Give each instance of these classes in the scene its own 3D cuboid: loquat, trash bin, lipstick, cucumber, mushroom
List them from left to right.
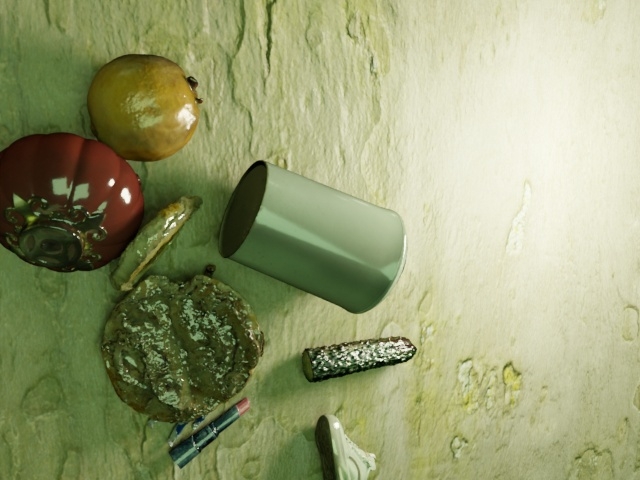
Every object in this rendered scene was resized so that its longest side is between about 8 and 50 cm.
[{"bbox_3d":[-0.370,-0.279,1.264,0.238,0.193,0.238,1,87,-15],"label":"loquat"},{"bbox_3d":[-0.269,0.125,1.461,0.088,0.073,0.129,3,99,-30],"label":"mushroom"},{"bbox_3d":[-0.279,0.487,1.550,0.234,0.053,0.053,-37,114,-19],"label":"lipstick"},{"bbox_3d":[0.000,0.000,1.456,0.432,0.280,0.280,22,90,-24],"label":"trash bin"},{"bbox_3d":[0.125,0.323,1.679,0.360,0.096,0.096,-4,102,-24],"label":"cucumber"}]

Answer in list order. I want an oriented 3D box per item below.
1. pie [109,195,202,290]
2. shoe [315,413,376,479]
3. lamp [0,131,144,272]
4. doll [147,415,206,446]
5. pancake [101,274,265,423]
[{"bbox_3d":[-0.350,0.001,1.295,0.055,0.274,0.274,40,82,-4],"label":"pie"},{"bbox_3d":[0.086,0.622,1.711,0.159,0.124,0.316,-12,111,-22],"label":"shoe"},{"bbox_3d":[-0.507,-0.074,1.198,0.303,0.257,0.303,-3,136,-3],"label":"lamp"},{"bbox_3d":[-0.316,0.410,1.509,0.227,0.057,0.114,-40,110,-11],"label":"doll"},{"bbox_3d":[-0.320,0.247,1.413,0.382,0.071,0.382,-3,106,-9],"label":"pancake"}]
